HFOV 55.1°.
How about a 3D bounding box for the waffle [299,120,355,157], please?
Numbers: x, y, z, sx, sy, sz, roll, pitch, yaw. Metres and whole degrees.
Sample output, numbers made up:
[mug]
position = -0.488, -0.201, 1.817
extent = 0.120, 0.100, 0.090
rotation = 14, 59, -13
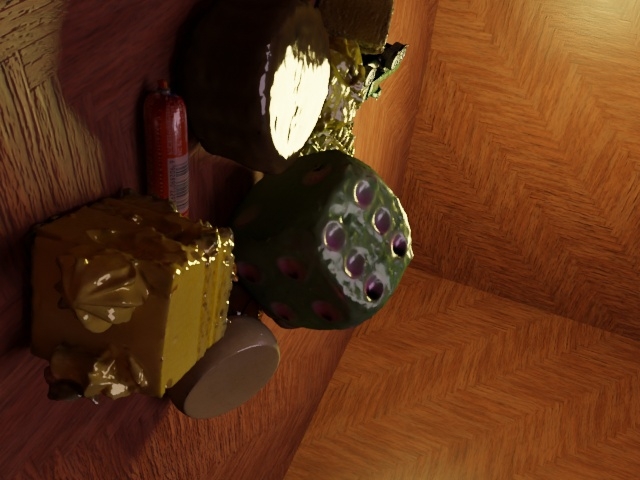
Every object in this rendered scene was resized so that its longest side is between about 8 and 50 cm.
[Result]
[waffle]
position = -0.012, -0.193, 1.686
extent = 0.317, 0.073, 0.297
rotation = -23, 140, -38

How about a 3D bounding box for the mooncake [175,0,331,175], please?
[mooncake]
position = -0.117, -0.290, 1.121
extent = 0.324, 0.187, 0.323
rotation = 16, 90, -75

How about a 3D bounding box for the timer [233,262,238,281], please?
[timer]
position = -0.228, 0.042, 1.171
extent = 0.132, 0.152, 0.131
rotation = 18, 90, -76

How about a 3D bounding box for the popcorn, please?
[popcorn]
position = -0.003, -0.396, 1.489
extent = 0.233, 0.192, 0.265
rotation = -38, 122, -40

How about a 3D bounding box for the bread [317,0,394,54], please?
[bread]
position = 0.086, -0.554, 1.552
extent = 0.102, 0.197, 0.138
rotation = -12, 114, -79

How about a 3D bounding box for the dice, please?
[dice]
position = 0.000, 0.000, 1.438
extent = 0.322, 0.331, 0.318
rotation = 53, 51, -28

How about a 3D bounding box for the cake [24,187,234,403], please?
[cake]
position = -0.282, 0.079, 0.876
extent = 0.286, 0.223, 0.227
rotation = -45, 148, -62

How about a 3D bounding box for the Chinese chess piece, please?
[Chinese chess piece]
position = -0.220, 0.287, 1.388
extent = 0.273, 0.102, 0.273
rotation = -28, 146, -21

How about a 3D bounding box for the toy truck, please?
[toy truck]
position = 0.120, -0.488, 1.770
extent = 0.363, 0.177, 0.177
rotation = -46, 159, -50

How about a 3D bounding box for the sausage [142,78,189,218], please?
[sausage]
position = -0.255, -0.132, 1.015
extent = 0.074, 0.074, 0.273
rotation = -54, 157, -52

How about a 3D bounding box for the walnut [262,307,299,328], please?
[walnut]
position = -0.073, 0.157, 1.842
extent = 0.224, 0.224, 0.224
rotation = 18, 90, -76

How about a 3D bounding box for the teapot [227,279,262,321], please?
[teapot]
position = -0.201, 0.188, 1.510
extent = 0.178, 0.135, 0.252
rotation = -69, 165, 3
